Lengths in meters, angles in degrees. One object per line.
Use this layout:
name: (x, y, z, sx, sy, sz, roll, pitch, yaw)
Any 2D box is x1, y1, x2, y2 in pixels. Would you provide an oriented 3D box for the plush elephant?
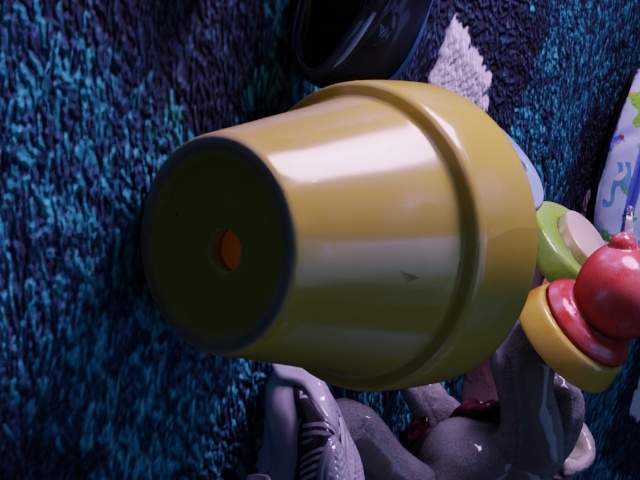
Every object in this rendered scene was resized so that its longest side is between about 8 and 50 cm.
plush elephant: (0.152, 0.228, 1.808, 0.272, 0.255, 0.330, -31, 107, -3)

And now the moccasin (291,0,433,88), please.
moccasin: (0.061, -0.281, 1.388, 0.117, 0.138, 0.342, -11, 114, -59)

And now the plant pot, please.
plant pot: (0.000, 0.000, 1.325, 0.239, 0.254, 0.254, -5, 110, -48)

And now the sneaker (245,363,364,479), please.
sneaker: (-0.061, 0.277, 1.486, 0.137, 0.210, 0.366, 65, 12, -57)

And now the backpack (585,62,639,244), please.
backpack: (0.491, -0.086, 2.356, 0.290, 0.273, 0.355, -10, 102, -57)

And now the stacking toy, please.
stacking toy: (0.229, -0.032, 1.694, 0.130, 0.309, 0.279, -45, -177, 27)

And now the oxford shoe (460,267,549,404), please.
oxford shoe: (0.209, 0.094, 2.031, 0.098, 0.097, 0.271, 29, 73, -46)
